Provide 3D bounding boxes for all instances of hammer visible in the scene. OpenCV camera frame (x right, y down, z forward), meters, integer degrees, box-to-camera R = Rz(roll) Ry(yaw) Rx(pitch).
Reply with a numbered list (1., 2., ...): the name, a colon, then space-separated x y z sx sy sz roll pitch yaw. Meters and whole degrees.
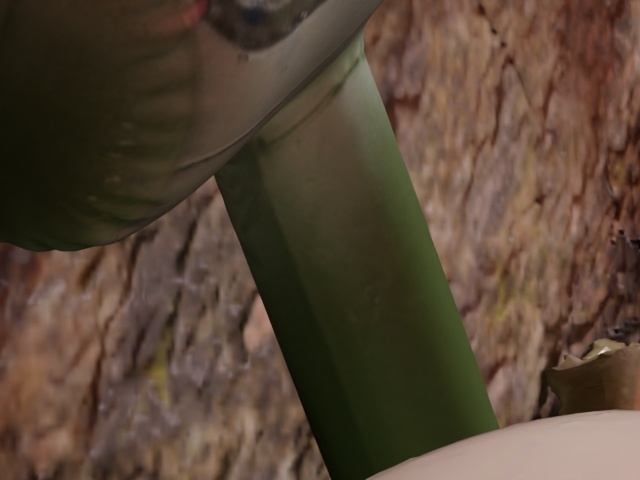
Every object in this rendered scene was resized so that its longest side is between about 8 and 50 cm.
1. hammer: 0.000 0.000 0.526 0.206 0.119 0.335 -48 129 -42

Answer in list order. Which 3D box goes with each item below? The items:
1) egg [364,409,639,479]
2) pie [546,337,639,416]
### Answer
1. egg: 0.044 0.196 0.404 0.283 0.283 0.345 41 55 -41
2. pie: 0.232 0.074 0.757 0.338 0.075 0.337 12 61 -23
